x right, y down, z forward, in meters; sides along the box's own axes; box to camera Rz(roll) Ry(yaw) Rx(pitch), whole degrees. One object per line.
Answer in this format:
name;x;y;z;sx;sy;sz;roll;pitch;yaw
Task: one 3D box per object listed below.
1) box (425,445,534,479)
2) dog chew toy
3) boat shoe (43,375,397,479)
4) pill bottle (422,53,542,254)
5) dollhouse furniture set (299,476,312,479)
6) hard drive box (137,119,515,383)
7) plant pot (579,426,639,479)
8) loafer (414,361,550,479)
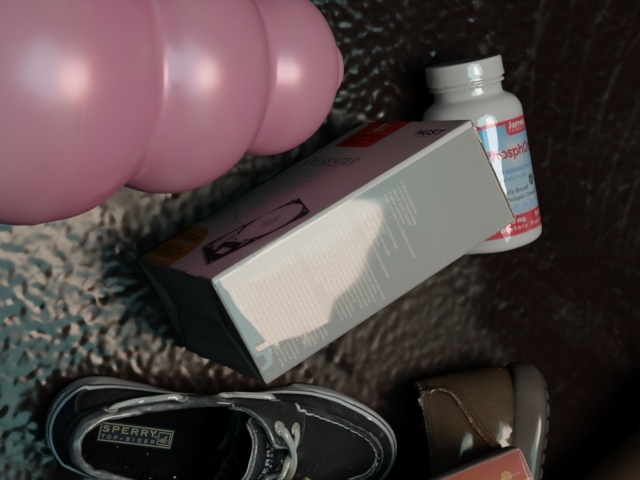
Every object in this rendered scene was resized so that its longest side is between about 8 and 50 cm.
box;0.126;0.262;0.969;0.130;0.091;0.170;-23;81;0
dog chew toy;-0.131;-0.119;0.880;0.331;0.206;0.207;-5;97;-33
boat shoe;-0.061;0.164;0.985;0.301;0.102;0.108;13;89;-26
pill bottle;0.135;-0.074;1.063;0.087;0.087;0.160;-16;102;-23
dollhouse furniture set;-0.099;0.239;0.909;0.182;0.101;0.161;-35;129;22
hard drive box;0.000;0.000;0.956;0.232;0.181;0.089;-32;106;-20
plant pot;0.322;0.268;1.121;0.229;0.263;0.263;-27;107;-1
loafer;0.109;0.281;1.082;0.130;0.134;0.366;9;83;2
